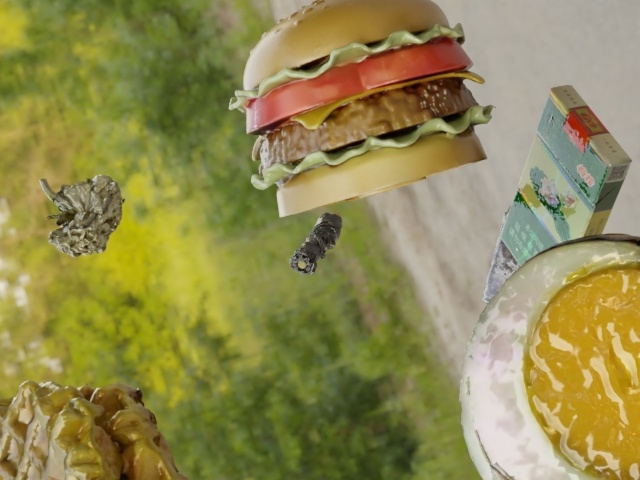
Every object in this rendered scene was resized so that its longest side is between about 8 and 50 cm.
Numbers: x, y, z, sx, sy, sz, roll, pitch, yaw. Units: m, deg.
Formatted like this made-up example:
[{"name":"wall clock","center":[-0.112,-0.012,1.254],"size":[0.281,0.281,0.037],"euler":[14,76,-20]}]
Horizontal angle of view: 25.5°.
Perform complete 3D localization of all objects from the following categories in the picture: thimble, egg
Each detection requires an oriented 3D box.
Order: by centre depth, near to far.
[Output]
[{"name":"egg","center":[0.282,0.138,1.387],"size":[0.174,0.264,0.286],"euler":[11,-92,-72]},{"name":"thimble","center":[0.284,0.030,1.948],"size":[0.150,0.098,0.150],"euler":[16,-90,-83]}]

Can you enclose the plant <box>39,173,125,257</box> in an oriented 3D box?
[{"name":"plant","center":[-0.299,-0.041,1.713],"size":[0.122,0.104,0.116],"euler":[32,-162,8]}]

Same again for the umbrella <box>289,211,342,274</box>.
[{"name":"umbrella","center":[0.000,0.000,1.795],"size":[0.144,0.040,0.037],"euler":[-54,-36,-59]}]

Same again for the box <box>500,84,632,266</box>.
[{"name":"box","center":[0.271,-0.044,1.593],"size":[0.235,0.034,0.132],"euler":[103,148,-45]}]

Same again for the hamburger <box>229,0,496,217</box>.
[{"name":"hamburger","center":[0.039,-0.153,1.489],"size":[0.274,0.274,0.212],"euler":[169,86,-81]}]

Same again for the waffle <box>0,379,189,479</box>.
[{"name":"waffle","center":[-0.252,0.298,1.501],"size":[0.261,0.151,0.324],"euler":[-51,58,29]}]
